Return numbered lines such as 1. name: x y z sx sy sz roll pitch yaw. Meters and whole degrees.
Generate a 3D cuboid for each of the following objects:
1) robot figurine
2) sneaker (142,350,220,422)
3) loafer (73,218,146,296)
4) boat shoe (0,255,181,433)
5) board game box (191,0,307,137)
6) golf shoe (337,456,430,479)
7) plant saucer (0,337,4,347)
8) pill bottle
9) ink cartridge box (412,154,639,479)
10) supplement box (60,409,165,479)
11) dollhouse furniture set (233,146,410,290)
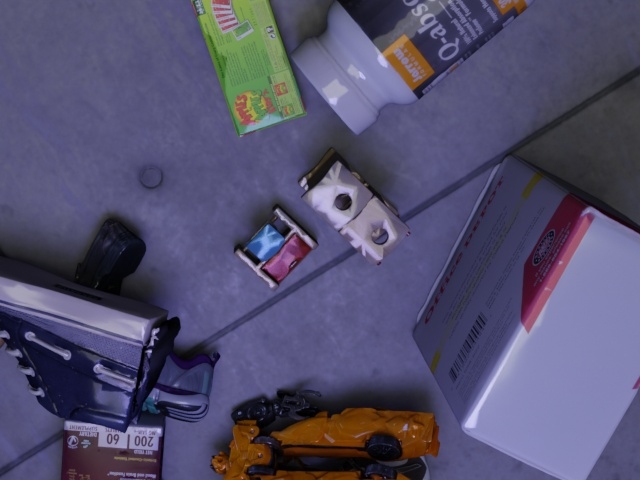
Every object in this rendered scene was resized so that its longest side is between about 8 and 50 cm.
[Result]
1. robot figurine: 0.001 0.294 1.809 0.291 0.211 0.085 -2 142 18
2. sneaker: -0.244 0.166 1.847 0.223 0.083 0.098 14 65 5
3. loafer: -0.289 0.050 1.823 0.061 0.062 0.170 45 107 29
4. boat shoe: -0.352 0.123 1.744 0.340 0.127 0.158 17 98 11
5. board game box: -0.089 -0.230 1.773 0.092 0.043 0.181 -18 101 2
6. golf shoe: 0.048 0.314 1.885 0.198 0.077 0.094 0 80 -1
7. plant saucer: -0.448 0.113 1.843 0.083 0.015 0.083 -1 102 -3
8. pill bottle: 0.109 -0.265 1.714 0.278 0.162 0.162 -40 100 6
9. ink cartridge box: 0.262 0.075 1.678 0.160 0.385 0.279 26 99 -10
10. supplement box: -0.277 0.343 1.868 0.130 0.073 0.239 4 102 -4
11. dollhouse furniture set: 0.000 0.000 1.780 0.129 0.129 0.184 43 96 -10
